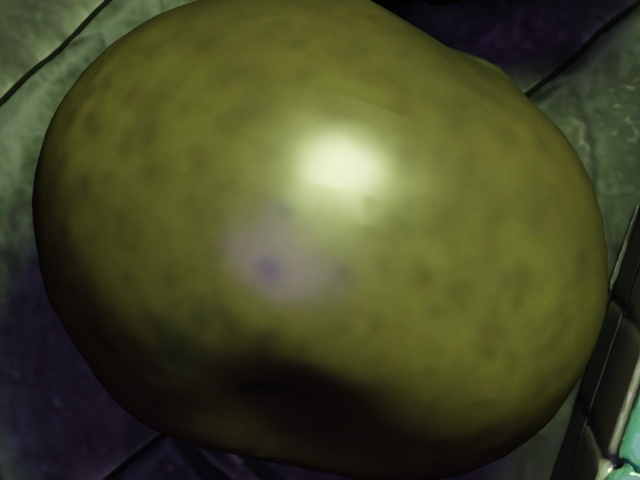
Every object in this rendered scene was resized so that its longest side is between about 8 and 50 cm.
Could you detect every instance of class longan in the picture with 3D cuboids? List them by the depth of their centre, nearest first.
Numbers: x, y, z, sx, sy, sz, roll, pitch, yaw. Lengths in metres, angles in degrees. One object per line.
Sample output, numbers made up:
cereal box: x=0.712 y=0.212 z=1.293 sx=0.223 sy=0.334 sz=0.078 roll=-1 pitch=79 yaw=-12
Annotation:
longan: x=0.000 y=0.000 z=0.864 sx=0.350 sy=0.288 sz=0.288 roll=22 pitch=95 yaw=-1

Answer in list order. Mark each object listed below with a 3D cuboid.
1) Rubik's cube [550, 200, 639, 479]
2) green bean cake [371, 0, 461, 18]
Rubik's cube: x=0.278 y=0.116 z=0.863 sx=0.231 sy=0.221 sz=0.225 roll=20 pitch=96 yaw=4
green bean cake: x=0.107 y=-0.275 z=0.891 sx=0.250 sy=0.156 sz=0.247 roll=-5 pitch=92 yaw=6
